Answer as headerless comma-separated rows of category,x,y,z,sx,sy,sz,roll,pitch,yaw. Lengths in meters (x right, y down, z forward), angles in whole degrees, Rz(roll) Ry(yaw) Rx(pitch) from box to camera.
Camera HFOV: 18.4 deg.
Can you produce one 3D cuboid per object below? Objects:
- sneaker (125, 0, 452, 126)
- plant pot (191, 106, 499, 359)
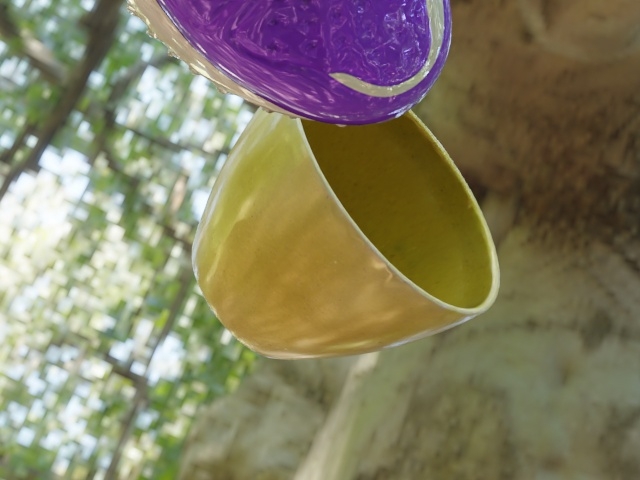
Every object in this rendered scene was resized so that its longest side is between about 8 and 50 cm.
sneaker,-0.015,-0.138,0.613,0.146,0.102,0.293,20,-29,48
plant pot,0.000,0.000,0.872,0.095,0.134,0.134,-37,-64,25
